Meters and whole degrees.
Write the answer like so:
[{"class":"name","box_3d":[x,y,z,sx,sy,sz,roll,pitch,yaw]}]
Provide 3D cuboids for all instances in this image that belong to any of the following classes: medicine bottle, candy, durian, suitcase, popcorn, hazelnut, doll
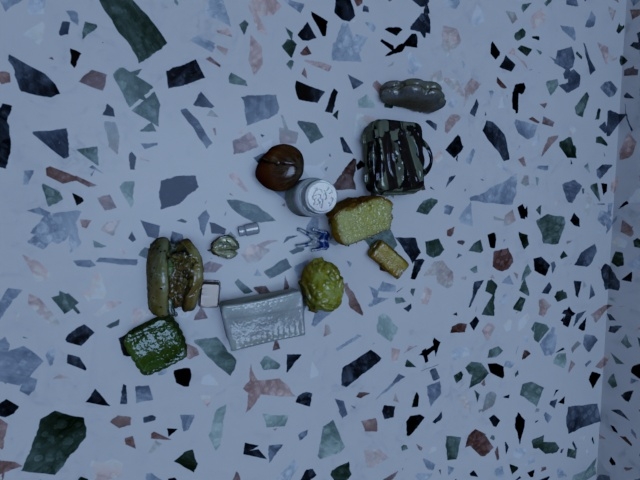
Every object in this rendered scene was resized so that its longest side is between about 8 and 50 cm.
[{"class":"medicine bottle","box_3d":[-0.041,-0.182,1.715,0.170,0.293,0.170,-2,96,-18]},{"class":"candy","box_3d":[-0.252,0.337,1.766,0.359,0.145,0.208,-10,98,-16]},{"class":"durian","box_3d":[-0.424,0.028,1.726,0.140,0.071,0.110,-8,102,-30]},{"class":"suitcase","box_3d":[0.364,-0.381,1.883,0.339,0.194,0.351,-4,92,-24]},{"class":"popcorn","box_3d":[-0.011,0.211,1.792,0.192,0.233,0.266,-12,138,-41]},{"class":"hazelnut","box_3d":[-0.172,-0.315,1.721,0.181,0.181,0.212,23,88,-19]},{"class":"medicine bottle","box_3d":[-0.316,-0.048,1.763,0.089,0.052,0.052,-13,98,-16]},{"class":"doll","box_3d":[0.000,0.000,1.867,0.227,0.057,0.114,5,86,-9]}]

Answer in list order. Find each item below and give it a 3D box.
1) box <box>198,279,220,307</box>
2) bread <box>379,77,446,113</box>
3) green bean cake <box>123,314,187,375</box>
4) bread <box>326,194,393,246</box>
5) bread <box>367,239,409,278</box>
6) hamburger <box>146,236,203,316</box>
[{"class":"box","box_3d":[-0.478,0.234,1.729,0.089,0.062,0.122,5,92,-18]},{"class":"bread","box_3d":[0.456,-0.695,1.895,0.337,0.183,0.102,4,85,-18]},{"class":"green bean cake","box_3d":[-0.675,0.430,1.655,0.214,0.113,0.200,-27,101,-14]},{"class":"bread","box_3d":[0.161,-0.102,1.841,0.340,0.179,0.194,-20,106,-30]},{"class":"bread","box_3d":[0.332,0.091,1.962,0.211,0.083,0.114,41,87,-16]},{"class":"hamburger","box_3d":[-0.580,0.144,1.589,0.195,0.277,0.318,0,89,-26]}]
